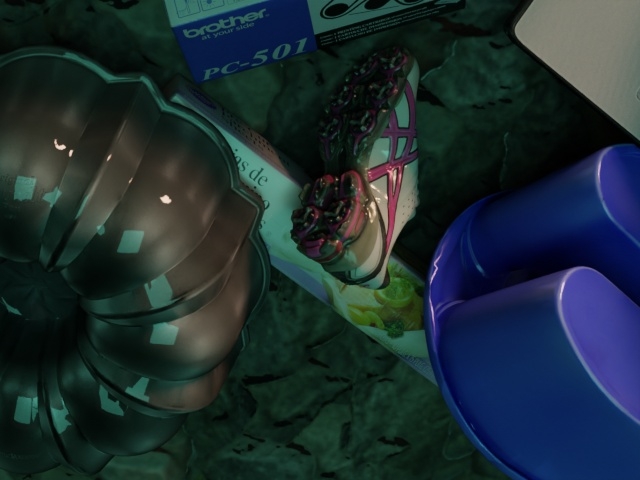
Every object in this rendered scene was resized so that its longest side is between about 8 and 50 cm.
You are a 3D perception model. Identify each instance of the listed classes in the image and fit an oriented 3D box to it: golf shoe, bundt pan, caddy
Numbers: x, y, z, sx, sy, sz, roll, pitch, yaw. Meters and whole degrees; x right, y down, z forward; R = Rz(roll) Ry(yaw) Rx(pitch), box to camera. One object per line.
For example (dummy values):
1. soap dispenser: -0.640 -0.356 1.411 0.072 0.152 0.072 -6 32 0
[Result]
1. golf shoe: 0.038 -0.053 1.002 0.086 0.067 0.186 37 62 -38
2. bundt pan: -0.203 0.037 0.969 0.330 0.124 0.331 2 122 4
3. caddy: 0.234 0.090 1.012 0.341 0.241 0.179 34 147 -15

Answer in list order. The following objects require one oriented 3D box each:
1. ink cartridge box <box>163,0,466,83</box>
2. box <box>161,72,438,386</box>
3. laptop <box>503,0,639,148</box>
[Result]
1. ink cartridge box: -0.002 -0.174 0.963 0.207 0.097 0.046 -16 72 1
2. box: 0.000 0.000 1.045 0.324 0.067 0.063 37 102 -15
3. laptop: 0.414 -0.167 0.878 0.408 0.236 0.382 37 85 -14
